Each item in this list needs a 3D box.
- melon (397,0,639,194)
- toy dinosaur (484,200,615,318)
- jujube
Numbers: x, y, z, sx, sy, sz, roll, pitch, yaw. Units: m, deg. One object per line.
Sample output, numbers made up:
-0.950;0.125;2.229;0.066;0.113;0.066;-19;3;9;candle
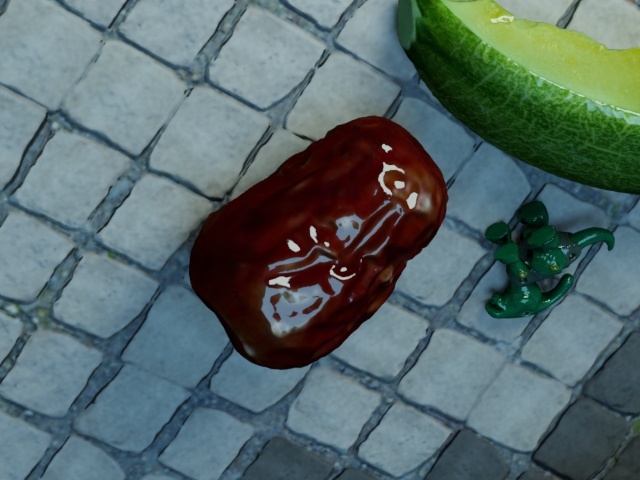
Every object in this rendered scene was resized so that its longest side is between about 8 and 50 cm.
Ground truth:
0.209;-0.118;1.535;0.323;0.196;0.124;13;77;-14;melon
0.201;0.020;1.641;0.132;0.059;0.096;-24;129;7;toy dinosaur
0.000;0.000;1.515;0.230;0.155;0.155;-41;120;5;jujube
